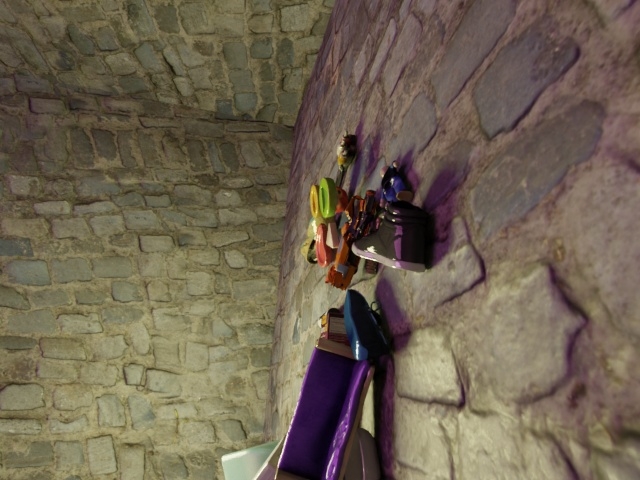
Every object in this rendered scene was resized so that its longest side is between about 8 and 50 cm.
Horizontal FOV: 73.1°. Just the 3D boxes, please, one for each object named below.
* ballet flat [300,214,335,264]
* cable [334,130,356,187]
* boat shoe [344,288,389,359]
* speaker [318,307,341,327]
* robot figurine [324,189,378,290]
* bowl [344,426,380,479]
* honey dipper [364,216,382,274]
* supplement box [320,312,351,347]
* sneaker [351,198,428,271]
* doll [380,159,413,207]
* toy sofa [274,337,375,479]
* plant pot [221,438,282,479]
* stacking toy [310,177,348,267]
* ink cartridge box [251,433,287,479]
[{"bbox_3d":[0.000,0.000,1.782,0.348,0.123,0.123,118,157,-58],"label":"ballet flat"},{"bbox_3d":[0.076,-0.303,1.667,0.287,0.072,0.139,116,164,-58],"label":"cable"},{"bbox_3d":[0.114,0.218,1.107,0.258,0.089,0.109,-99,12,-58],"label":"boat shoe"},{"bbox_3d":[0.032,0.278,1.535,0.136,0.055,0.055,123,152,-66],"label":"speaker"},{"bbox_3d":[0.093,-0.010,1.246,0.211,0.085,0.291,-53,-20,-83],"label":"robot figurine"},{"bbox_3d":[0.100,0.535,1.032,0.142,0.053,0.142,-97,18,-51],"label":"bowl"},{"bbox_3d":[0.151,0.014,1.200,0.030,0.030,0.160,178,103,-78],"label":"honey dipper"},{"bbox_3d":[0.046,0.331,1.364,0.104,0.081,0.188,126,150,-67],"label":"supplement box"},{"bbox_3d":[0.162,-0.019,0.998,0.296,0.105,0.146,-164,84,-73],"label":"sneaker"},{"bbox_3d":[0.182,-0.137,1.100,0.189,0.046,0.129,-99,21,-54],"label":"doll"},{"bbox_3d":[0.009,0.438,1.078,0.177,0.150,0.362,103,-175,-80],"label":"toy sofa"},{"bbox_3d":[-0.161,0.840,1.543,0.252,0.248,0.247,-39,58,32],"label":"plant pot"},{"bbox_3d":[0.062,-0.070,1.485,0.279,0.130,0.309,136,129,-73],"label":"stacking toy"},{"bbox_3d":[-0.089,0.791,1.284,0.309,0.272,0.130,-58,-9,23],"label":"ink cartridge box"}]
